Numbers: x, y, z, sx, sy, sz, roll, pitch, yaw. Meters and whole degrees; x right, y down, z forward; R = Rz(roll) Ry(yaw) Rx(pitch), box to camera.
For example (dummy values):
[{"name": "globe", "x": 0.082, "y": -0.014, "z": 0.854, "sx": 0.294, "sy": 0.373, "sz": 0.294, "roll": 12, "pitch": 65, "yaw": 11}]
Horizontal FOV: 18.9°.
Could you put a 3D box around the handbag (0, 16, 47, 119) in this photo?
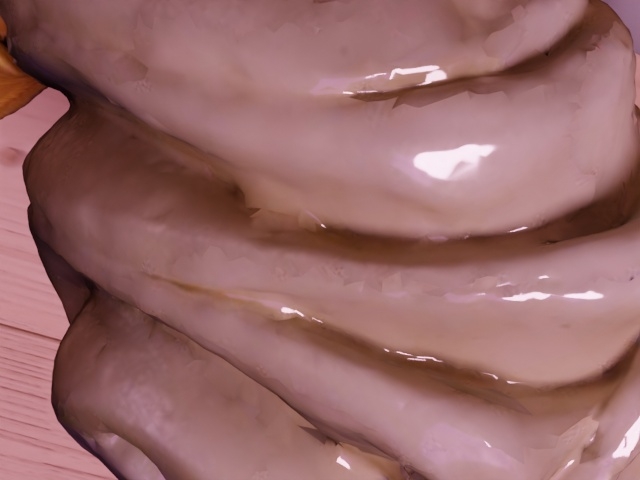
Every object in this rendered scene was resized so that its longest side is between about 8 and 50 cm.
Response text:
[{"name": "handbag", "x": -0.327, "y": -0.094, "z": 0.877, "sx": 0.401, "sy": 0.133, "sz": 0.283, "roll": -23, "pitch": 112, "yaw": 48}]

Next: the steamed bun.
[{"name": "steamed bun", "x": 0.000, "y": 0.000, "z": 0.764, "sx": 0.247, "sy": 0.339, "sz": 0.352, "roll": -31, "pitch": 149, "yaw": -1}]

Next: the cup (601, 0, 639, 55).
[{"name": "cup", "x": 0.188, "y": -0.181, "z": 0.654, "sx": 0.241, "sy": 0.185, "sz": 0.226, "roll": -14, "pitch": 151, "yaw": -16}]
